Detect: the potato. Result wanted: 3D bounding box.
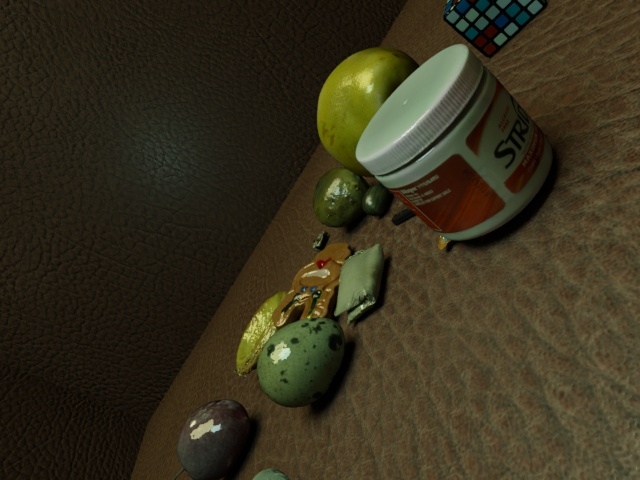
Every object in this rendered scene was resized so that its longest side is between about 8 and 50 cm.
[{"bbox_3d":[0.068,-0.155,1.405,0.210,0.173,0.307,-62,12,17],"label":"potato"}]

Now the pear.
[{"bbox_3d":[0.165,-0.372,1.205,0.363,0.362,0.418,-60,12,-7],"label":"pear"}]

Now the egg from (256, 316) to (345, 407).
[{"bbox_3d":[-0.039,0.271,0.931,0.228,0.177,0.177,-41,16,-1],"label":"egg"}]

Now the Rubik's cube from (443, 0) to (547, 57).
[{"bbox_3d":[0.468,-0.656,1.105,0.187,0.182,0.184,-41,24,49],"label":"Rubik's cube"}]

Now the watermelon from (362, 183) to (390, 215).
[{"bbox_3d":[0.167,-0.122,1.214,0.078,0.078,0.111,-34,23,56],"label":"watermelon"}]

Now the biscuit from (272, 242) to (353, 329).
[{"bbox_3d":[-0.009,0.125,1.186,0.201,0.047,0.334,-4,40,40],"label":"biscuit"}]

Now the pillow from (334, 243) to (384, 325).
[{"bbox_3d":[0.097,0.104,1.000,0.134,0.077,0.182,-42,23,44],"label":"pillow"}]

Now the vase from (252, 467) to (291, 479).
[{"bbox_3d":[-0.050,0.479,0.726,0.219,0.096,0.096,-29,32,55],"label":"vase"}]

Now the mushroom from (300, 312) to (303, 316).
[{"bbox_3d":[-0.023,0.154,1.271,0.084,0.071,0.209,-14,34,19],"label":"mushroom"}]

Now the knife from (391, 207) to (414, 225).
[{"bbox_3d":[0.255,-0.105,1.003,0.245,0.019,0.072,-37,24,58],"label":"knife"}]

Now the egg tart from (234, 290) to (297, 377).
[{"bbox_3d":[-0.163,0.310,1.337,0.315,0.120,0.315,-50,17,21],"label":"egg tart"}]

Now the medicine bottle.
[{"bbox_3d":[0.230,-0.162,0.723,0.252,0.240,0.253,-45,20,22],"label":"medicine bottle"}]

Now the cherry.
[{"bbox_3d":[-0.307,0.569,1.173,0.266,0.183,0.213,-38,29,13],"label":"cherry"}]

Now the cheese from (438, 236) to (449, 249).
[{"bbox_3d":[0.269,-0.019,0.785,0.111,0.017,0.047,-42,23,44],"label":"cheese"}]

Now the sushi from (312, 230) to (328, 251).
[{"bbox_3d":[0.000,0.000,1.555,0.046,0.044,0.083,-25,38,65],"label":"sushi"}]

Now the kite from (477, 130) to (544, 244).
[{"bbox_3d":[0.335,-0.123,0.823,0.268,0.013,0.323,-45,22,37],"label":"kite"}]
